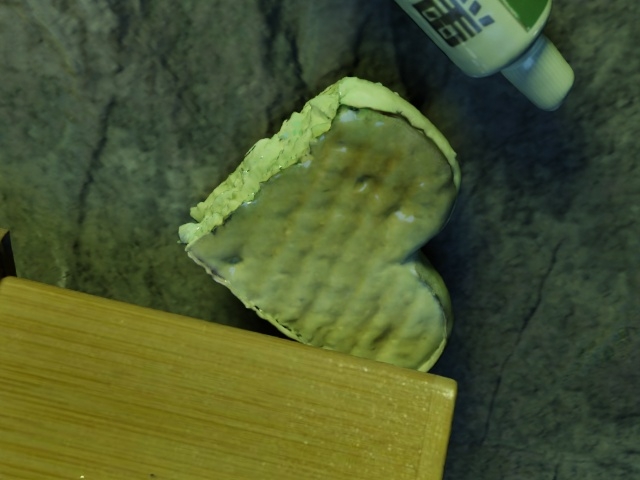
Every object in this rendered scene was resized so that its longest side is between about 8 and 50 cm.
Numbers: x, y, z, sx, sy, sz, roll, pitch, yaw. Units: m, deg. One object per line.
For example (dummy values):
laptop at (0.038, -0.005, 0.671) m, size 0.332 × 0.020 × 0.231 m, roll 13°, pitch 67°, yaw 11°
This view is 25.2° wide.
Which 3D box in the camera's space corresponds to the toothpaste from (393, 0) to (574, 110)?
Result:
toothpaste at (0.005, -0.203, 0.711) m, size 0.099 × 0.061 × 0.392 m, roll -32°, pitch 118°, yaw 30°

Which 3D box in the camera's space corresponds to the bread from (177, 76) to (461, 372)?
bread at (0.000, 0.000, 0.873) m, size 0.172 × 0.064 × 0.232 m, roll -2°, pitch 128°, yaw 4°

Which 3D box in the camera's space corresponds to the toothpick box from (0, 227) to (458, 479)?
toothpick box at (-0.086, 0.142, 0.879) m, size 0.308 × 0.187 × 0.190 m, roll 12°, pitch 146°, yaw 2°
